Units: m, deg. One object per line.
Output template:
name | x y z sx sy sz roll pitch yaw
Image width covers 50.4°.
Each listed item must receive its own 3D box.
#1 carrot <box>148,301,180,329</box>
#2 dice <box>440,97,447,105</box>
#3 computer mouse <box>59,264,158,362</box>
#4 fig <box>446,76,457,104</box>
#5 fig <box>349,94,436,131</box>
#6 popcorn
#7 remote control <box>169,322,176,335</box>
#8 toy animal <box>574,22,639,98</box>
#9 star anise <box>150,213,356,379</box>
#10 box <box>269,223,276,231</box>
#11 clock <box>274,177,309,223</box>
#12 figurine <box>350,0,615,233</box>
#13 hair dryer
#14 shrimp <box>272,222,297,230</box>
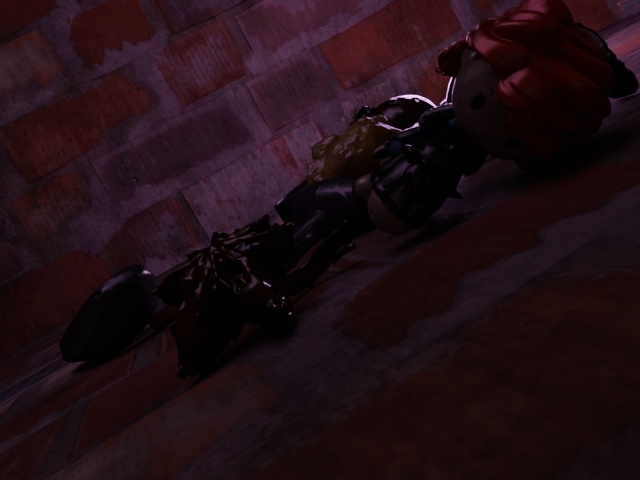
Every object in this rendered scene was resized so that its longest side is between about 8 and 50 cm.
carrot | -0.323 0.150 1.553 0.037 0.037 0.190 -24 8 36
dice | 0.399 -0.338 1.785 0.120 0.128 0.130 -37 12 -38
computer mouse | -0.471 0.189 1.536 0.203 0.114 0.374 -39 -4 -43
fig | 0.337 -0.261 1.359 0.245 0.195 0.195 -62 13 -8
fig | 0.208 -0.281 1.771 0.234 0.215 0.235 -20 -19 -7
popcorn | 0.096 -0.158 1.451 0.253 0.191 0.190 -30 7 -1
remote control | -0.232 0.132 1.376 0.063 0.025 0.245 -31 6 18
toy animal | 0.423 -0.268 1.180 0.179 0.166 0.138 -37 -37 3
star anise | -0.079 0.051 0.935 0.237 0.148 0.346 11 32 43
box | -0.166 0.025 1.581 0.155 0.067 0.243 -31 -1 0
clock | 0.002 -0.145 1.689 0.280 0.055 0.280 -37 8 6
figurine | 0.215 -0.159 0.997 0.411 0.241 0.306 -37 -5 19
hair dryer | 0.000 0.000 1.227 0.301 0.121 0.361 -9 29 46
shrimp | -0.056 -0.047 1.811 0.178 0.075 0.289 -35 22 -23
